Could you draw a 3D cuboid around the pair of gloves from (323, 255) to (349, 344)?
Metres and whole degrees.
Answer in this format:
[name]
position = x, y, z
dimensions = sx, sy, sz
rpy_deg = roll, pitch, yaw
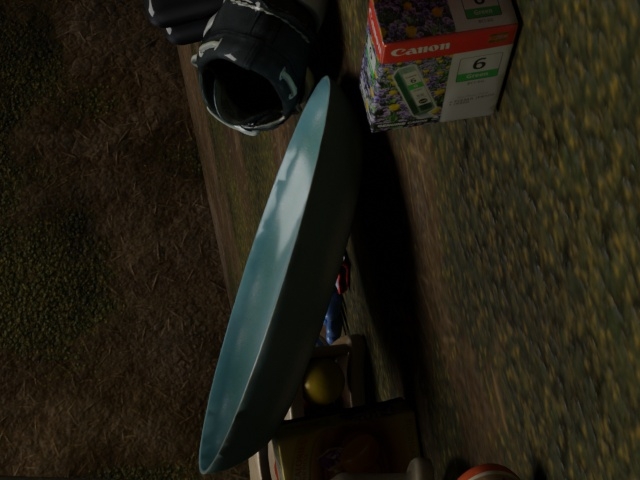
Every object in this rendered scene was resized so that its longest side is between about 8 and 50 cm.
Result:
[pair of gloves]
position = 0.000, 0.000, 1.351
dimensions = 0.198, 0.023, 0.159
rpy_deg = 90, 168, -57

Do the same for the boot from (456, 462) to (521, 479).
[boot]
position = 0.086, 0.161, 0.773
dimensions = 0.084, 0.059, 0.158
rpy_deg = -100, 4, -46

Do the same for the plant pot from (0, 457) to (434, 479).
[plant pot]
position = -0.102, 0.285, 0.909
dimensions = 0.334, 0.306, 0.333
rpy_deg = 8, -90, -88

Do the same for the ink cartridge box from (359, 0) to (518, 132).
[ink cartridge box]
position = 0.053, -0.092, 0.628
dimensions = 0.115, 0.063, 0.029
rpy_deg = 95, 164, -65

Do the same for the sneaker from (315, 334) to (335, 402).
[sneaker]
position = 0.012, 0.209, 1.404
dimensions = 0.126, 0.091, 0.240
rpy_deg = -10, 78, 53

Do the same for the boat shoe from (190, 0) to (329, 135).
[boat shoe]
position = -0.064, -0.142, 1.206
dimensions = 0.302, 0.114, 0.091
rpy_deg = 102, -169, -76

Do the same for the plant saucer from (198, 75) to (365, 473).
[plant saucer]
position = -0.027, 0.031, 1.078
dimensions = 0.317, 0.044, 0.317
rpy_deg = -162, 90, -83

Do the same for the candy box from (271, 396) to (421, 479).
[candy box]
position = 0.030, 0.224, 1.084
dimensions = 0.053, 0.109, 0.186
rpy_deg = -142, 43, -79

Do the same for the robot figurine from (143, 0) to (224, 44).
[robot figurine]
position = -0.130, -0.326, 1.289
dimensions = 0.209, 0.174, 0.278
rpy_deg = -26, 73, 58

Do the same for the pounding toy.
[pounding toy]
position = -0.028, 0.222, 1.239
dimensions = 0.154, 0.155, 0.269
rpy_deg = 0, 93, 61
